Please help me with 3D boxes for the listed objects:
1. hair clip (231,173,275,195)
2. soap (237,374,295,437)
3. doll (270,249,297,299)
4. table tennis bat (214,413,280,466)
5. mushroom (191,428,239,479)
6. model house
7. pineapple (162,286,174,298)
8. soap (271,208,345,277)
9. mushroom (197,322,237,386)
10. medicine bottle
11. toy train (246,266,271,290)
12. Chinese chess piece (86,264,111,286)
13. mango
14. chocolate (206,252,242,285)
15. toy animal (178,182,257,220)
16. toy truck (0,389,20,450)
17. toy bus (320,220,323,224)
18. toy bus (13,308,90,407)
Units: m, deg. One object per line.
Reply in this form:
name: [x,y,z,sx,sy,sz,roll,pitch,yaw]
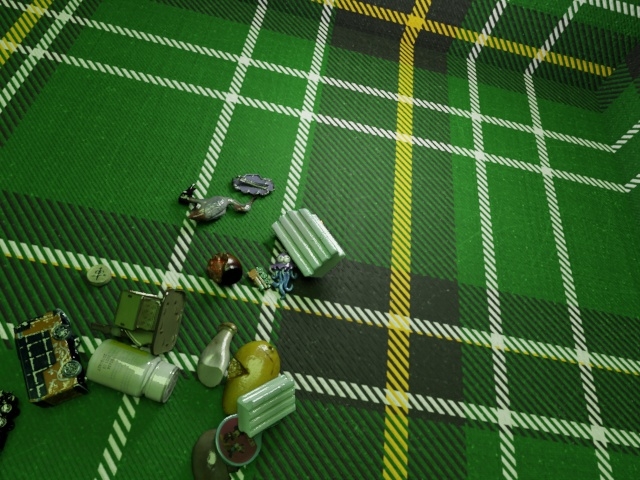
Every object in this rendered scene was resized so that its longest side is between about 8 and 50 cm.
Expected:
hair clip: [-0.295,-0.256,1.980,0.195,0.052,0.124,11,57,-6]
soap: [-0.170,0.527,1.437,0.066,0.119,0.198,8,14,41]
doll: [-0.145,0.134,1.776,0.110,0.067,0.206,-1,70,-3]
table tennis bat: [-0.228,0.617,1.428,0.244,0.040,0.153,-12,67,-46]
mushroom: [-0.333,0.683,1.383,0.141,0.117,0.188,-11,66,-5]
model house: [-0.628,0.244,1.505,0.278,0.205,0.218,13,83,3]
pineapple: [-0.570,0.231,1.636,0.058,0.058,0.124,28,72,5]
soap: [-0.052,0.002,1.799,0.173,0.095,0.289,-43,64,12]
mushroom: [-0.357,0.394,1.562,0.116,0.093,0.225,-12,37,19]
medicine bottle: [-0.603,0.427,1.450,0.258,0.143,0.143,21,57,1]
toy train: [-0.237,0.154,1.754,0.064,0.044,0.103,-30,67,-23]
Chinese chess piece: [-0.815,0.128,1.645,0.084,0.034,0.084,6,57,-10]
mango: [-0.238,0.467,1.514,0.167,0.130,0.262,23,66,-9]
chocolate: [-0.369,0.103,1.708,0.124,0.127,0.133,-29,53,-16]
toy animal: [-0.431,-0.148,1.863,0.324,0.090,0.195,7,49,-10]
toy truck: [-0.986,0.577,1.308,0.121,0.088,0.259,7,57,-10]
toy bus: [0.000,0.000,1.880,0.069,0.074,0.162,-11,63,-17]
toy bus: [-0.858,0.376,1.428,0.167,0.138,0.275,-19,68,-20]
